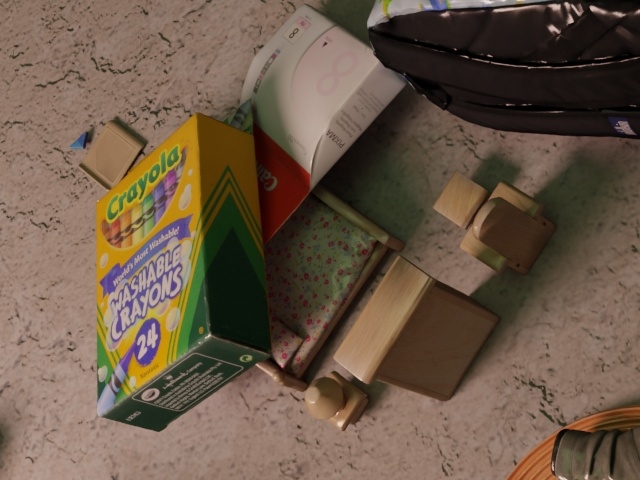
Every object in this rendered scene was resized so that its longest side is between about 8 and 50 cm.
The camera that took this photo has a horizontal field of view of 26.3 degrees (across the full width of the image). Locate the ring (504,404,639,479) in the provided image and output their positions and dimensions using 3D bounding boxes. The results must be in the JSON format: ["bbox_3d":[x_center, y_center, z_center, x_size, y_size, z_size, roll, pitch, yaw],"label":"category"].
[{"bbox_3d":[0.294,0.316,1.223,0.337,0.032,0.336,-8,74,29],"label":"ring"}]

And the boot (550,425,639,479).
[{"bbox_3d":[0.289,0.271,1.184,0.161,0.083,0.246,-21,62,31],"label":"boot"}]

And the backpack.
[{"bbox_3d":[0.220,-0.214,1.283,0.355,0.290,0.273,-11,63,34],"label":"backpack"}]

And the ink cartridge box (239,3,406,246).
[{"bbox_3d":[-0.039,-0.130,1.470,0.232,0.066,0.189,-45,39,-1],"label":"ink cartridge box"}]

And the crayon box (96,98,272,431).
[{"bbox_3d":[-0.153,0.013,1.454,0.203,0.083,0.323,-37,46,38],"label":"crayon box"}]

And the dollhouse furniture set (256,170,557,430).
[{"bbox_3d":[0.000,0.000,1.392,0.355,0.174,0.303,36,95,32],"label":"dollhouse furniture set"}]

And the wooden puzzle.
[{"bbox_3d":[-0.252,-0.101,1.660,0.078,0.014,0.116,-48,59,5],"label":"wooden puzzle"}]
